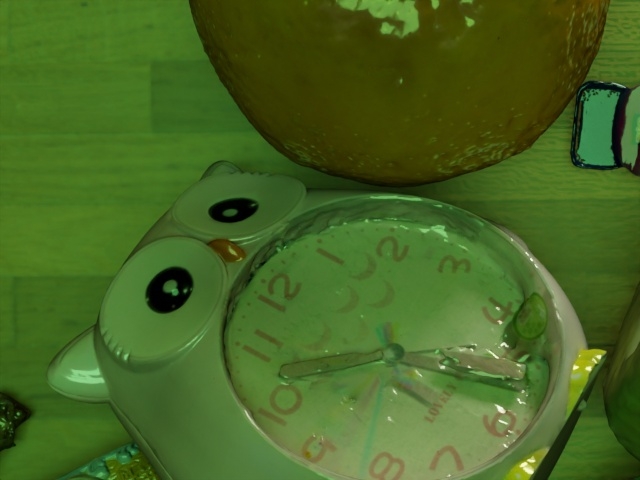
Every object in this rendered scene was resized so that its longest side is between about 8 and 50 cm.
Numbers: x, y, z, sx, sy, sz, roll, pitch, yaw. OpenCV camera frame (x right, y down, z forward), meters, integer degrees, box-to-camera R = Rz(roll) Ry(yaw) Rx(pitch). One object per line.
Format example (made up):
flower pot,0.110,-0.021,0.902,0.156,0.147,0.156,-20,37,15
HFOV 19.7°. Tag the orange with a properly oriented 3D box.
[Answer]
orange,0.061,-0.213,1.434,0.340,0.293,0.340,0,83,1

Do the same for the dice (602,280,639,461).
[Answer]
dice,0.369,0.075,1.428,0.238,0.227,0.233,24,63,3

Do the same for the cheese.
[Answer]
cheese,0.334,-0.087,1.541,0.244,0.062,0.155,6,95,5

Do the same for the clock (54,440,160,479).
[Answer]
clock,-0.188,0.266,1.577,0.231,0.103,0.144,-28,80,7

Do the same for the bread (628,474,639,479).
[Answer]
bread,0.302,0.327,1.543,0.301,0.045,0.301,-2,103,-8

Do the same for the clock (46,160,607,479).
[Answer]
clock,0.008,0.118,1.463,0.377,0.250,0.368,27,58,15

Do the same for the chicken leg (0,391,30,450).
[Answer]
chicken leg,-0.334,0.217,1.602,0.085,0.101,0.207,41,75,-2
